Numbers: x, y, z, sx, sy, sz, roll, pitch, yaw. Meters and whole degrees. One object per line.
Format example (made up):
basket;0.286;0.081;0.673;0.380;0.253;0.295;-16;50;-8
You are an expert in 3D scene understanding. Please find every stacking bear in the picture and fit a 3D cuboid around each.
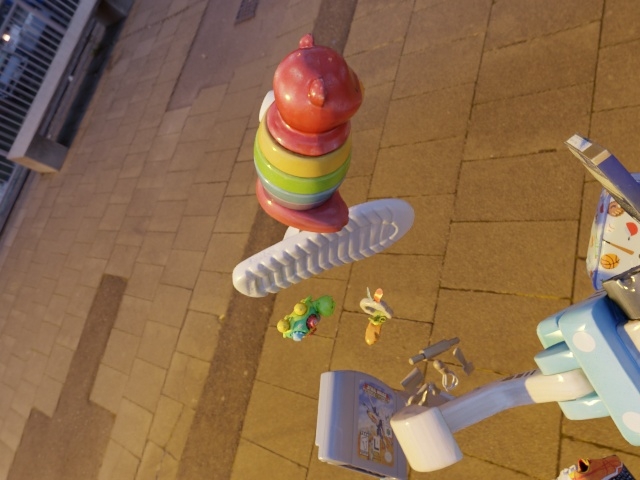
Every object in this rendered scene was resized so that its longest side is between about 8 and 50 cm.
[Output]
stacking bear;-0.016;-0.154;0.634;0.289;0.165;0.175;106;162;-62

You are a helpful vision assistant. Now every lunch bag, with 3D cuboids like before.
lunch bag;0.759;0.002;0.964;0.243;0.115;0.303;6;111;23

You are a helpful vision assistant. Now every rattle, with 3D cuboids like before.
rattle;0.179;0.263;1.493;0.130;0.199;0.142;37;74;17

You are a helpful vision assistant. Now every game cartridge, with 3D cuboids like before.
game cartridge;0.104;0.403;0.938;0.062;0.297;0.197;-18;49;36

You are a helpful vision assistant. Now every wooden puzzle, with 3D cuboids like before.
wooden puzzle;0.427;0.649;1.694;0.221;0.239;0.044;10;97;51

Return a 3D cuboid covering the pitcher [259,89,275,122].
pitcher;-0.057;-0.288;1.115;0.125;0.207;0.177;-69;2;-70

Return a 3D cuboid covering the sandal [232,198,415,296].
sandal;-0.003;-0.008;0.914;0.417;0.169;0.102;-22;56;1

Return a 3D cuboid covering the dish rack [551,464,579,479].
dish rack;0.702;0.822;1.226;0.073;0.285;0.332;13;59;25

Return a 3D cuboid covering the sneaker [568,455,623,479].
sneaker;0.695;0.571;1.067;0.067;0.175;0.064;58;139;37

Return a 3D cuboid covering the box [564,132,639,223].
box;0.578;-0.108;0.825;0.036;0.225;0.136;-42;14;24

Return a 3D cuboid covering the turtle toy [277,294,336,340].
turtle toy;-0.027;0.157;0.873;0.130;0.095;0.066;-45;84;5

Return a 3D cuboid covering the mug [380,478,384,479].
mug;0.207;0.680;1.338;0.130;0.098;0.157;5;78;55

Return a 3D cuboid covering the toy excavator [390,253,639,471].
toy excavator;0.378;0.202;0.639;0.222;0.433;0.445;63;143;16

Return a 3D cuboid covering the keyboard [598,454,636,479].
keyboard;0.831;0.686;1.159;0.108;0.023;0.180;-14;39;-7

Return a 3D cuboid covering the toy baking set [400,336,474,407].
toy baking set;0.312;0.346;1.130;0.030;0.256;0.196;37;140;51
